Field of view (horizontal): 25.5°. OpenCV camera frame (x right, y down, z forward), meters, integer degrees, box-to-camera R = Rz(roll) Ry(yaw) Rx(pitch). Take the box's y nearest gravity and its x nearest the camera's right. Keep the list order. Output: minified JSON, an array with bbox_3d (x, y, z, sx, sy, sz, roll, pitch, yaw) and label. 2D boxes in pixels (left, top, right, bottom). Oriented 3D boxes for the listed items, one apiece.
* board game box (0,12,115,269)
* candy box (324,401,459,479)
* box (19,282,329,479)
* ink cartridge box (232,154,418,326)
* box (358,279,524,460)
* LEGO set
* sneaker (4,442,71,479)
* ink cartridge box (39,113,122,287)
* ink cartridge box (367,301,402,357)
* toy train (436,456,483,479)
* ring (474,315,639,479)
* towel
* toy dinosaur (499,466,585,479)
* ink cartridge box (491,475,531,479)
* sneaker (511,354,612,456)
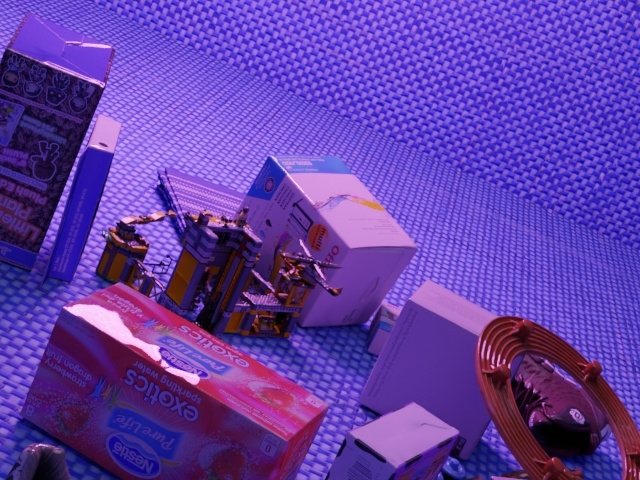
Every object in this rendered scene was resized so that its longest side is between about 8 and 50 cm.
[{"bbox_3d":[-0.416,-0.145,2.013,0.141,0.291,0.232,21,18,-12],"label":"board game box"},{"bbox_3d":[0.053,0.288,1.531,0.070,0.196,0.165,32,19,22],"label":"candy box"},{"bbox_3d":[-0.166,0.193,1.601,0.300,0.154,0.142,30,19,13],"label":"box"},{"bbox_3d":[0.000,0.000,2.262,0.168,0.171,0.233,-1,41,-47],"label":"ink cartridge box"},{"bbox_3d":[0.180,0.183,2.019,0.182,0.181,0.119,28,18,9],"label":"box"},{"bbox_3d":[-0.144,0.013,2.071,0.331,0.192,0.255,11,22,-37],"label":"LEGO set"},{"bbox_3d":[-0.191,0.316,1.160,0.158,0.182,0.410,5,26,-46],"label":"sneaker"},{"bbox_3d":[-0.335,-0.053,1.996,0.045,0.206,0.208,18,19,-7],"label":"ink cartridge box"},{"bbox_3d":[0.126,0.152,2.251,0.088,0.052,0.122,23,16,-3],"label":"ink cartridge box"},{"bbox_3d":[0.140,0.327,1.740,0.184,0.080,0.105,4,35,-52],"label":"toy train"},{"bbox_3d":[0.336,0.236,1.880,0.336,0.032,0.336,32,33,-24],"label":"ring"},{"bbox_3d":[-0.147,-0.013,2.419,0.243,0.040,0.336,18,21,-25],"label":"towel"},{"bbox_3d":[0.340,0.336,1.983,0.211,0.064,0.112,7,23,-43],"label":"toy dinosaur"},{"bbox_3d":[0.379,0.414,1.805,0.296,0.066,0.261,12,21,-35],"label":"ink cartridge box"},{"bbox_3d":[0.317,0.239,2.170,0.281,0.106,0.162,28,21,11],"label":"sneaker"}]
